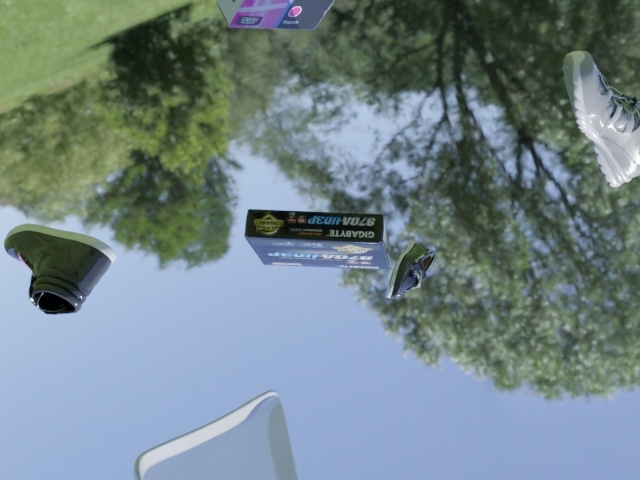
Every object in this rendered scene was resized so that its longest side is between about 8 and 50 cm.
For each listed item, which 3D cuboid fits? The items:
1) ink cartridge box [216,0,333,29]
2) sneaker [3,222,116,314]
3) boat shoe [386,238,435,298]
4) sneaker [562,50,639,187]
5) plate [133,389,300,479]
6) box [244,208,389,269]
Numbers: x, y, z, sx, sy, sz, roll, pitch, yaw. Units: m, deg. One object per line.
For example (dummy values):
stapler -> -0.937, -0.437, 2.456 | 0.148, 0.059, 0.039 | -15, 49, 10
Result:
ink cartridge box -> -0.002, -0.463, 1.483 | 0.175, 0.069, 0.371 | -7, 148, -38
sneaker -> -0.531, 0.058, 1.894 | 0.295, 0.104, 0.147 | 6, -123, 36
boat shoe -> 0.108, 0.037, 1.181 | 0.038, 0.046, 0.125 | 22, -156, 9
sneaker -> 0.477, -0.212, 1.621 | 0.115, 0.281, 0.105 | -22, -136, 21
plate -> -0.109, 0.345, 1.177 | 0.045, 0.277, 0.278 | -12, -178, 33
box -> 0.000, 0.000, 1.626 | 0.220, 0.051, 0.175 | 2, 165, 7
